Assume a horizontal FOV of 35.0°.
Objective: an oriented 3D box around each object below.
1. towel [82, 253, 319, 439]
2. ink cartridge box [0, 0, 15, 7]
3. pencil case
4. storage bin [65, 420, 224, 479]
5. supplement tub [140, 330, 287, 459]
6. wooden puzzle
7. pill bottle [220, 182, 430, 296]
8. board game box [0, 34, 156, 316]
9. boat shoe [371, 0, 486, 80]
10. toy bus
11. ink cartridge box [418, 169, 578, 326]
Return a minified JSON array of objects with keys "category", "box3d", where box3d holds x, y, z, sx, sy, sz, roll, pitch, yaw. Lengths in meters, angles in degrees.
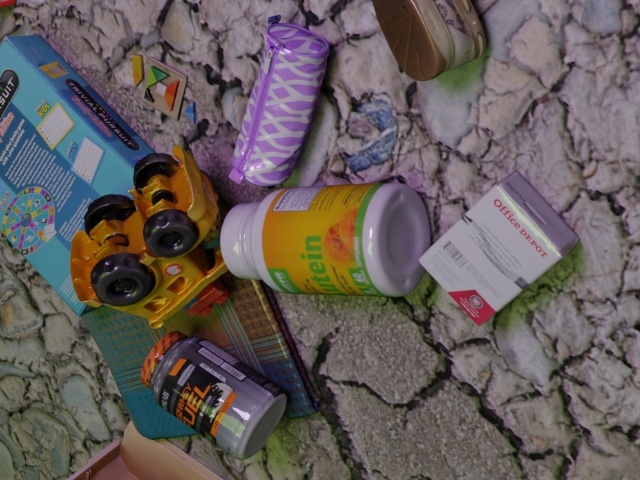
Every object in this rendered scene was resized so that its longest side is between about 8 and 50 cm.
[{"category":"towel","box3d":[-0.191,0.165,1.536,0.370,0.040,0.271,-16,101,36]},{"category":"ink cartridge box","box3d":[-0.501,-0.406,1.340,0.060,0.275,0.238,14,118,29]},{"category":"pencil case","box3d":[-0.052,-0.167,1.257,0.086,0.088,0.206,32,126,22]},{"category":"storage bin","box3d":[-0.305,0.440,1.592,0.260,0.262,0.123,30,127,21]},{"category":"supplement tub","box3d":[-0.153,0.214,1.434,0.190,0.117,0.117,30,124,19]},{"category":"wooden puzzle","box3d":[-0.219,-0.209,1.401,0.116,0.014,0.078,24,122,24]},{"category":"pill bottle","box3d":[0.000,0.000,1.262,0.246,0.136,0.136,-1,110,35]},{"category":"board game box","box3d":[-0.386,-0.096,1.500,0.336,0.079,0.253,45,118,10]},{"category":"boat shoe","box3d":[0.090,-0.317,1.104,0.105,0.089,0.285,-8,105,64]},{"category":"toy bus","box3d":[-0.191,0.014,1.355,0.220,0.211,0.149,-40,41,20]},{"category":"ink cartridge box","box3d":[0.205,0.009,1.172,0.109,0.063,0.150,49,129,7]}]
